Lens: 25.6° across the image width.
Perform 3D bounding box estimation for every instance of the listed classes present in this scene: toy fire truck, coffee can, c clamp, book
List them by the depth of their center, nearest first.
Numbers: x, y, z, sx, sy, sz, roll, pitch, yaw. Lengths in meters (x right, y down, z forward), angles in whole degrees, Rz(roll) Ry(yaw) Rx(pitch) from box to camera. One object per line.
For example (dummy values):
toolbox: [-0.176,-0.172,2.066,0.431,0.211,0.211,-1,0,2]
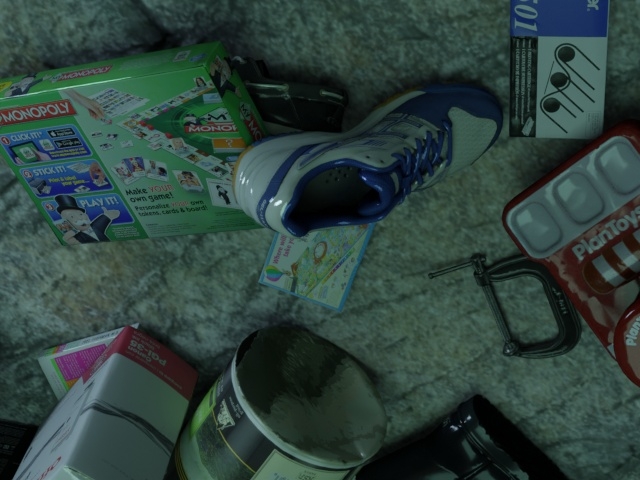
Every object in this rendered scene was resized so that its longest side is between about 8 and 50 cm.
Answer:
toy fire truck: [0.358,-0.015,1.383,0.302,0.169,0.254,-38,88,28]
c clamp: [0.218,0.075,1.599,0.137,0.022,0.161,-22,113,19]
coffee can: [-0.074,0.266,1.676,0.201,0.201,0.275,31,123,-7]
book: [-0.269,0.163,1.757,0.144,0.035,0.096,-15,116,19]

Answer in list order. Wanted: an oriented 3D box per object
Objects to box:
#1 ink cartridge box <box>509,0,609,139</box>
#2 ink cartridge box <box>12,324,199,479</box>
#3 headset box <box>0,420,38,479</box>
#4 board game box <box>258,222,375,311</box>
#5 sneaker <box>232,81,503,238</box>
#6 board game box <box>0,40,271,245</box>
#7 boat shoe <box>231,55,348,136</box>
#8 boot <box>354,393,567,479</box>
ink cartridge box: [0.237,-0.202,1.401,0.097,0.046,0.207,2,122,10]
ink cartridge box: [-0.266,0.262,1.631,0.117,0.283,0.207,38,117,-12]
headset box: [-0.436,0.385,1.876,0.246,0.131,0.283,12,124,6]
board game box: [0.000,0.000,1.594,0.103,0.026,0.154,20,124,-1]
sneaker: [0.066,-0.067,1.411,0.296,0.131,0.112,-21,121,-14]
board game box: [-0.199,-0.095,1.509,0.317,0.046,0.213,-4,129,31]
boat shoe: [-0.085,-0.157,1.499,0.233,0.084,0.079,18,86,9]
boot: [0.185,0.326,1.716,0.207,0.094,0.246,-39,100,26]
